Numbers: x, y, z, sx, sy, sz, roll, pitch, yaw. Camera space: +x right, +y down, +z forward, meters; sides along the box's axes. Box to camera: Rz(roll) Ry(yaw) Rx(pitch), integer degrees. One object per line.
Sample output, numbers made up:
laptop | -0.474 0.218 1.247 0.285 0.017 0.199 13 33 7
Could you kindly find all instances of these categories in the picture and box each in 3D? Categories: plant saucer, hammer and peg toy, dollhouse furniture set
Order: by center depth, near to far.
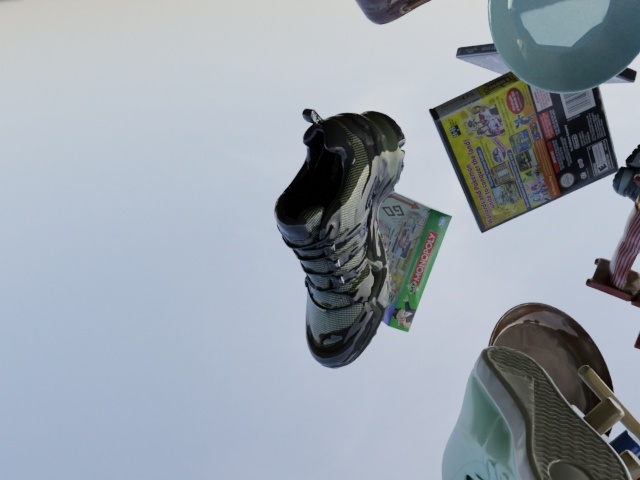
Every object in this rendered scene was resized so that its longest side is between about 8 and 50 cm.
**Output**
plant saucer | 0.252 -0.247 0.930 0.195 0.194 0.037 -12 -157 -10
hammer and peg toy | 0.440 0.347 1.318 0.127 0.266 0.361 -46 -178 16
dollhouse furniture set | 0.482 0.035 1.326 0.152 0.201 0.374 24 -155 14
plant saucer | 0.426 0.270 1.746 0.311 0.310 0.050 -25 173 -38

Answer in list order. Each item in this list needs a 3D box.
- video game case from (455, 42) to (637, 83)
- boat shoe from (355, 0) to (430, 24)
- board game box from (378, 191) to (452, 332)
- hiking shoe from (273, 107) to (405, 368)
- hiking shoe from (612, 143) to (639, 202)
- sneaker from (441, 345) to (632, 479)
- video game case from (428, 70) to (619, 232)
video game case | 0.392 -0.312 1.634 0.196 0.026 0.274 14 -177 -24
boat shoe | 0.182 -0.347 0.997 0.342 0.123 0.123 -32 -130 8
board game box | 0.119 0.018 1.687 0.046 0.213 0.317 18 -174 -21
hiking shoe | 0.000 0.000 0.782 0.114 0.226 0.086 -1 -169 -43
hiking shoe | 0.647 -0.176 1.599 0.132 0.304 0.113 40 -162 15
sneaker | 0.179 0.221 0.798 0.094 0.151 0.256 11 -157 -13
video game case | 0.326 -0.156 1.449 0.248 0.275 0.035 -25 -136 7
